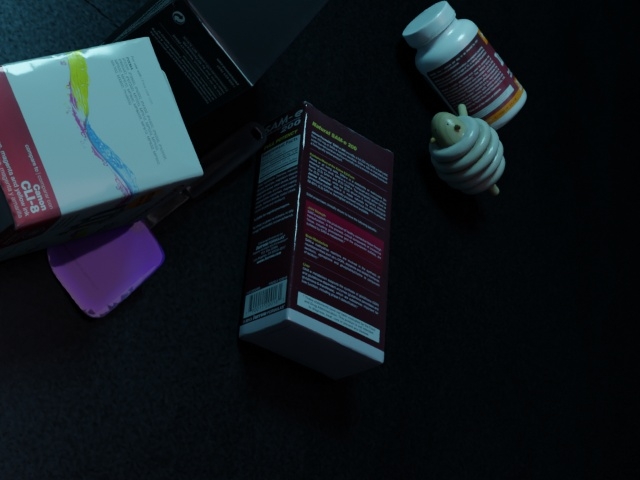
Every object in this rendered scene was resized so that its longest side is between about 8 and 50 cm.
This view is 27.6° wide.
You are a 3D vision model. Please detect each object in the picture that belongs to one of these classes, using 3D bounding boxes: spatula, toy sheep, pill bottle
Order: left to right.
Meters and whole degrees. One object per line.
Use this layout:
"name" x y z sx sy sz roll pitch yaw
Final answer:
"spatula" -0.135 -0.039 1.188 0.084 0.030 0.296 52 43 -7
"pill bottle" 0.167 -0.203 1.533 0.152 0.086 0.086 50 44 -18
"toy sheep" 0.169 -0.098 1.490 0.132 0.091 0.091 43 46 -31

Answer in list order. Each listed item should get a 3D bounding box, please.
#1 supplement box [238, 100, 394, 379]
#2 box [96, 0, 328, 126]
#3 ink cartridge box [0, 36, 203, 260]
"supplement box" 0.000 0.000 1.276 0.130 0.073 0.239 28 54 -35
"box" -0.091 -0.206 1.197 0.103 0.184 0.261 53 43 -17
"ink cartridge box" -0.209 -0.069 1.033 0.176 0.128 0.127 -20 85 -39
